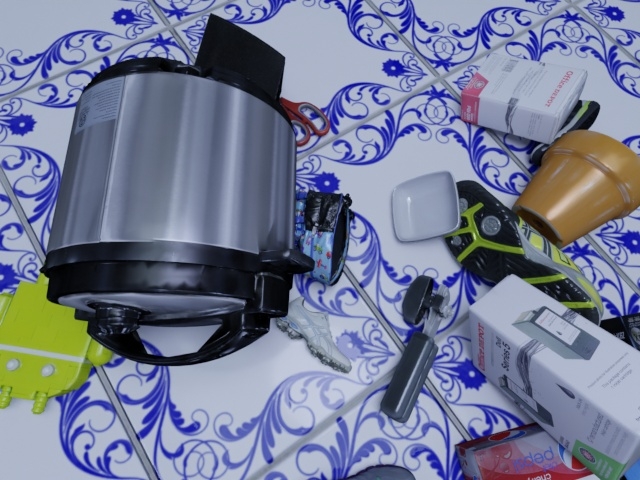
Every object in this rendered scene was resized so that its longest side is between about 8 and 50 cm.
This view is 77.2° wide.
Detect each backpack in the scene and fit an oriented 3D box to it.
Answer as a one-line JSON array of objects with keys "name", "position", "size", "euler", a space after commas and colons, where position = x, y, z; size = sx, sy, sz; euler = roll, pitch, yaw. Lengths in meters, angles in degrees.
[{"name": "backpack", "position": [0.000, 0.000, 0.789], "size": [0.117, 0.158, 0.173], "euler": [7, 82, 8]}]

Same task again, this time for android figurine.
[{"name": "android figurine", "position": [-0.502, 0.173, 0.745], "size": [0.249, 0.056, 0.272], "euler": [11, 69, 0]}]

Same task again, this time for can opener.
[{"name": "can opener", "position": [0.183, 0.205, 0.777], "size": [0.093, 0.074, 0.280], "euler": [10, 64, 37]}]

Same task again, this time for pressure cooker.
[{"name": "pressure cooker", "position": [-0.226, -0.015, 0.652], "size": [0.376, 0.370, 0.419], "euler": [7, 72, -23]}]

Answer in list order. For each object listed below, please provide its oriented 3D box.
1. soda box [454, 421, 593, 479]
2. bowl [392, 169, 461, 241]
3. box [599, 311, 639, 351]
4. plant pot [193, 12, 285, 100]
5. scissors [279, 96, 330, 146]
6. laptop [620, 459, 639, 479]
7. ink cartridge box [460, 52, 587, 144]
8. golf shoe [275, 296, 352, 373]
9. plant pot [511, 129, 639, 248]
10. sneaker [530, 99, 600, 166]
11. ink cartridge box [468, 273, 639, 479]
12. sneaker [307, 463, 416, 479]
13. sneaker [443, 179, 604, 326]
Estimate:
[{"name": "soda box", "position": [0.384, 0.375, 0.706], "size": [0.264, 0.092, 0.083], "euler": [-11, 71, -7]}, {"name": "bowl", "position": [0.228, -0.066, 0.849], "size": [0.142, 0.053, 0.141], "euler": [-14, 68, 33]}, {"name": "box", "position": [0.653, 0.186, 0.761], "size": [0.180, 0.147, 0.077], "euler": [3, 70, -3]}, {"name": "plant pot", "position": [-0.172, -0.333, 0.873], "size": [0.167, 0.188, 0.187], "euler": [12, 75, -6]}, {"name": "scissors", "position": [-0.101, -0.340, 0.968], "size": [0.109, 0.021, 0.297], "euler": [-40, 75, -7]}, {"name": "laptop", "position": [0.693, 0.403, 0.692], "size": [0.137, 0.264, 0.234], "euler": [-13, 68, -47]}, {"name": "ink cartridge box", "position": [0.461, -0.331, 0.925], "size": [0.218, 0.092, 0.158], "euler": [28, 70, 31]}, {"name": "golf shoe", "position": [0.001, 0.177, 0.769], "size": [0.176, 0.069, 0.086], "euler": [38, 67, 9]}, {"name": "plant pot", "position": [0.518, -0.089, 0.835], "size": [0.188, 0.205, 0.205], "euler": [-42, 78, -1]}, {"name": "sneaker", "position": [0.563, -0.265, 0.965], "size": [0.235, 0.084, 0.097], "euler": [-38, 53, -16]}, {"name": "ink cartridge box", "position": [0.384, 0.213, 0.649], "size": [0.115, 0.198, 0.273], "euler": [-33, 41, -13]}, {"name": "sneaker", "position": [0.060, 0.434, 0.663], "size": [0.224, 0.098, 0.083], "euler": [-9, 72, -6]}, {"name": "sneaker", "position": [0.397, 0.031, 0.826], "size": [0.147, 0.145, 0.384], "euler": [-8, 56, -46]}]
